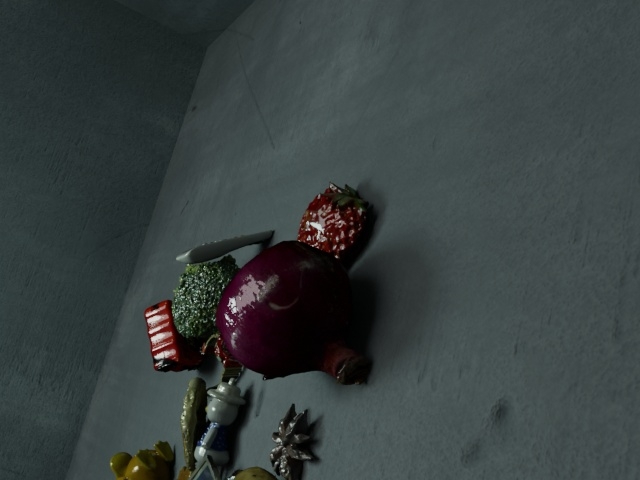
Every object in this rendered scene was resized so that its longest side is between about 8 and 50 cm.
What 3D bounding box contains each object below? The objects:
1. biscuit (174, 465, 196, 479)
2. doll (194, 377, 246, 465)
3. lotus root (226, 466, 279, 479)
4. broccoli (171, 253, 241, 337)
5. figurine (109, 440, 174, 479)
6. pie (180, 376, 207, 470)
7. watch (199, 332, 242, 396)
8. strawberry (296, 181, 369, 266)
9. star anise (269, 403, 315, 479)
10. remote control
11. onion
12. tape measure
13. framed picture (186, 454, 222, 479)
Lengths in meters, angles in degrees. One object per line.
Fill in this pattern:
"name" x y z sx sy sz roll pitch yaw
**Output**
"biscuit" -0.435 0.795 2.068 0.225 0.036 0.166 -52 30 34
"doll" -0.295 0.538 1.907 0.119 0.138 0.293 14 82 19
"lotus root" -0.141 0.626 1.522 0.160 0.146 0.284 -52 35 -4
"broccoli" -0.359 0.178 2.176 0.288 0.235 0.260 -15 38 7
"figurine" -0.607 0.800 2.239 0.228 0.215 0.215 -23 47 25
"pie" -0.379 0.551 2.003 0.274 0.055 0.274 -178 90 -88
"watch" -0.331 0.392 2.109 0.268 0.102 0.165 -37 56 48
"strawberry" 0.000 0.000 1.739 0.306 0.137 0.233 -59 29 14
"star anise" -0.078 0.493 1.590 0.182 0.065 0.195 -49 40 43
"remote control" -0.307 0.025 2.153 0.109 0.313 0.055 -18 87 57
"onion" -0.039 0.191 1.526 0.385 0.347 0.348 39 109 26
"tape measure" -0.493 0.339 2.282 0.114 0.260 0.253 -22 68 12
"framed picture" -0.293 0.735 1.776 0.189 0.023 0.260 -54 51 27
